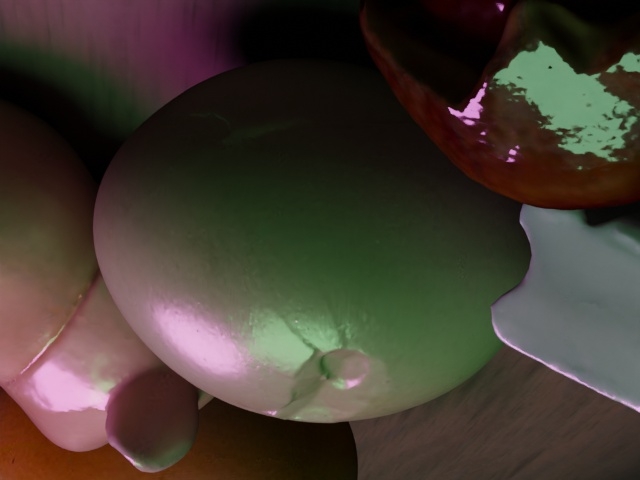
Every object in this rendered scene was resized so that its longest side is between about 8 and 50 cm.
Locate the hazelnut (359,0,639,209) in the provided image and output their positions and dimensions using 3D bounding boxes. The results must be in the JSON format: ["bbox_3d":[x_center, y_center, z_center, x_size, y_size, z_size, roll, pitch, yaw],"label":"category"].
[{"bbox_3d":[0.126,-0.101,0.703,0.202,0.170,0.160,-24,126,36],"label":"hazelnut"}]

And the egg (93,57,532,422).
[{"bbox_3d":[0.000,0.000,0.929,0.269,0.219,0.219,-2,161,-10],"label":"egg"}]

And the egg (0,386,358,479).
[{"bbox_3d":[-0.141,0.202,1.432,0.351,0.282,0.282,5,159,1],"label":"egg"}]

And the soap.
[{"bbox_3d":[0.228,0.020,0.841,0.160,0.087,0.265,25,-158,29],"label":"soap"}]

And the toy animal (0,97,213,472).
[{"bbox_3d":[-0.193,0.019,1.106,0.269,0.237,0.326,12,160,25],"label":"toy animal"}]
